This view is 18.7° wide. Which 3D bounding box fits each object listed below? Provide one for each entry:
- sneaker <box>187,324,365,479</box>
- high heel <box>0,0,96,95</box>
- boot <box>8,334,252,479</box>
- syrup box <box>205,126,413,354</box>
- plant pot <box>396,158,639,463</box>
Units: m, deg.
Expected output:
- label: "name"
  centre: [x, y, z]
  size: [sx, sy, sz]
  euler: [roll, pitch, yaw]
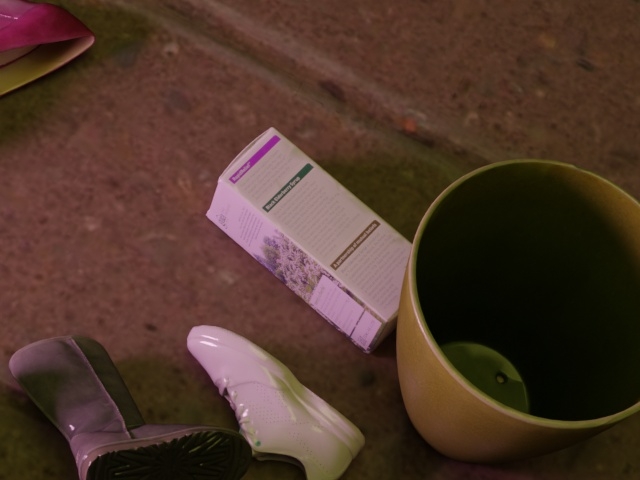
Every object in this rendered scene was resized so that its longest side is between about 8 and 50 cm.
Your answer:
- label: "sneaker"
  centre: [-0.062, 0.172, 1.956]
  size: [0.212, 0.080, 0.094]
  euler: [37, 73, 5]
- label: "high heel"
  centre: [-0.340, -0.165, 2.051]
  size: [0.117, 0.082, 0.244]
  euler: [22, 48, 9]
- label: "boot"
  centre: [-0.187, 0.167, 1.887]
  size: [0.189, 0.076, 0.208]
  euler: [4, 20, -28]
- label: "syrup box"
  centre: [0.000, 0.000, 2.041]
  size: [0.237, 0.093, 0.096]
  euler: [41, 63, 9]
- label: "plant pot"
  centre: [0.183, 0.109, 1.916]
  size: [0.274, 0.293, 0.275]
  euler: [6, 62, -11]
